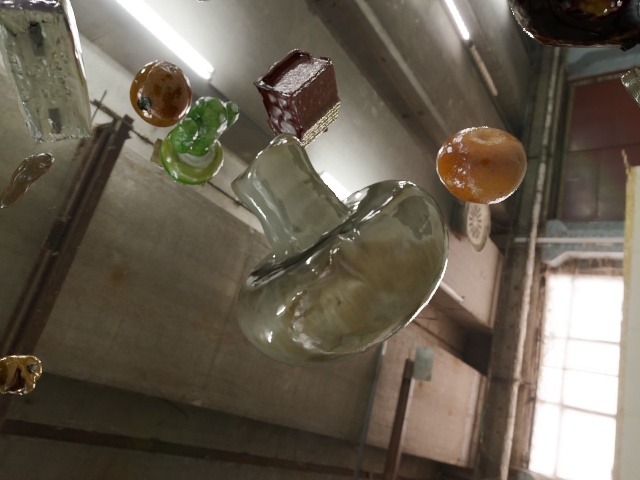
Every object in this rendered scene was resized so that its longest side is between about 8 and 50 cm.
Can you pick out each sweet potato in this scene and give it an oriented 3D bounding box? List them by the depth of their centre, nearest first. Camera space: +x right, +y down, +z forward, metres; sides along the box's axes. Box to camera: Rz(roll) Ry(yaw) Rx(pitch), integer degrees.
[{"bbox_3d":[-0.706,-0.149,1.145,0.054,0.053,0.182,42,-85,-19],"label":"sweet potato"}]

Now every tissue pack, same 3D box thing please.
[{"bbox_3d":[-0.527,-0.366,0.921,0.125,0.344,0.243,-12,-48,-23],"label":"tissue pack"}]

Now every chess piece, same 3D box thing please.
[{"bbox_3d":[-0.459,-0.258,1.580,0.200,0.090,0.090,26,-116,-5],"label":"chess piece"}]

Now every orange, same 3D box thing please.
[{"bbox_3d":[0.403,-0.187,1.211,0.224,0.224,0.170,-43,-36,-42],"label":"orange"},{"bbox_3d":[-0.499,-0.459,1.508,0.206,0.206,0.206,-1,-88,-51],"label":"orange"}]

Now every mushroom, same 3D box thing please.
[{"bbox_3d":[0.000,0.000,0.502,0.243,0.243,0.244,-1,-88,-51],"label":"mushroom"}]

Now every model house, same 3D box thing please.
[{"bbox_3d":[-0.050,-0.390,1.408,0.196,0.160,0.254,-48,-39,-24],"label":"model house"}]

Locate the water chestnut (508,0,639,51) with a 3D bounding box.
[{"bbox_3d":[0.358,-0.412,0.540,0.335,0.335,0.347,-48,-65,-39],"label":"water chestnut"}]

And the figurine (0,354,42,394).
[{"bbox_3d":[-0.557,0.208,0.788,0.176,0.122,0.121,19,-78,-43],"label":"figurine"}]

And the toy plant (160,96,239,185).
[{"bbox_3d":[-0.341,-0.292,1.372,0.224,0.316,0.184,-40,-86,-30],"label":"toy plant"}]

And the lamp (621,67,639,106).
[{"bbox_3d":[0.396,-0.198,0.434,0.121,0.214,0.121,22,-132,-27],"label":"lamp"}]
